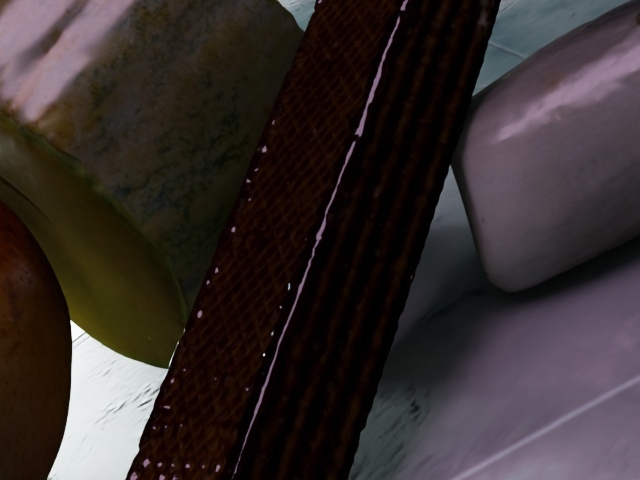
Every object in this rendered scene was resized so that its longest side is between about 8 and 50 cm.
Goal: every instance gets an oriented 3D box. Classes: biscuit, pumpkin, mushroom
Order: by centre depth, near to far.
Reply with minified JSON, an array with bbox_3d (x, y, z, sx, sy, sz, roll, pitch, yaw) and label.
[{"bbox_3d":[0.000,0.000,0.678,0.107,0.073,0.388,-12,50,52],"label":"biscuit"},{"bbox_3d":[0.255,-0.112,0.693,0.397,0.126,0.177,-26,14,23],"label":"mushroom"},{"bbox_3d":[-0.139,-0.053,0.859,0.332,0.332,0.199,-3,50,51],"label":"pumpkin"}]

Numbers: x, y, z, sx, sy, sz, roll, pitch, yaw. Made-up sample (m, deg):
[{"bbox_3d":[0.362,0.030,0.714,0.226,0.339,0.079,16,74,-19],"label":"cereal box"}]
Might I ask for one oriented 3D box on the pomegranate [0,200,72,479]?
[{"bbox_3d":[-0.305,0.101,0.761,0.319,0.319,0.319,-27,22,12],"label":"pomegranate"}]
